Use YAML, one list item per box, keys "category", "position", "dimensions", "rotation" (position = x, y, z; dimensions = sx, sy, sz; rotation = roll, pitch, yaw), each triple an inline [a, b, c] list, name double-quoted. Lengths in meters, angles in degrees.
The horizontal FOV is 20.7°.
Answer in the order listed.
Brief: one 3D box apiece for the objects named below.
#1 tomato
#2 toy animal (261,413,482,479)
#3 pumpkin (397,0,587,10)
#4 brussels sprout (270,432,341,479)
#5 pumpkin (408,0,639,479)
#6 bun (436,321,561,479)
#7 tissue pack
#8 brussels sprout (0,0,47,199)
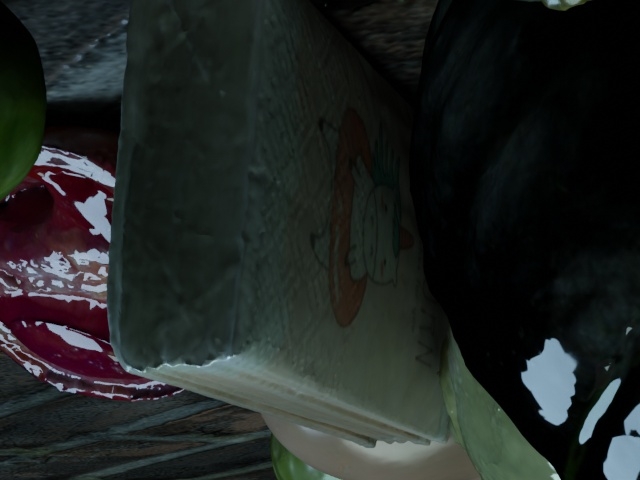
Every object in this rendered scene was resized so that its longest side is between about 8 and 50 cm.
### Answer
- category: "tomato"
  position: [-0.122, -0.005, 0.959]
  dimensions: [0.173, 0.099, 0.189]
  rotation: [8, 132, 24]
- category: "toy animal"
  position: [0.107, 0.096, 1.198]
  dimensions: [0.326, 0.237, 0.269]
  rotation: [4, 154, -11]
- category: "pumpkin"
  position: [0.043, -0.121, 0.356]
  dimensions: [0.190, 0.146, 0.190]
  rotation: [4, -170, -1]
- category: "brussels sprout"
  position: [0.067, 0.183, 1.572]
  dimensions: [0.244, 0.244, 0.244]
  rotation: [-2, 167, -1]
- category: "pumpkin"
  position: [0.177, -0.044, 0.491]
  dimensions: [0.296, 0.296, 0.296]
  rotation: [-2, 167, -1]
- category: "bun"
  position: [0.225, 0.077, 0.804]
  dimensions: [0.364, 0.202, 0.364]
  rotation: [6, 128, 8]
- category: "tissue pack"
  position: [0.000, 0.000, 0.821]
  dimensions: [0.071, 0.170, 0.325]
  rotation: [-2, 167, 19]
- category: "brussels sprout"
  position: [-0.184, -0.051, 0.686]
  dimensions: [0.155, 0.117, 0.155]
  rotation: [-11, 163, -3]
